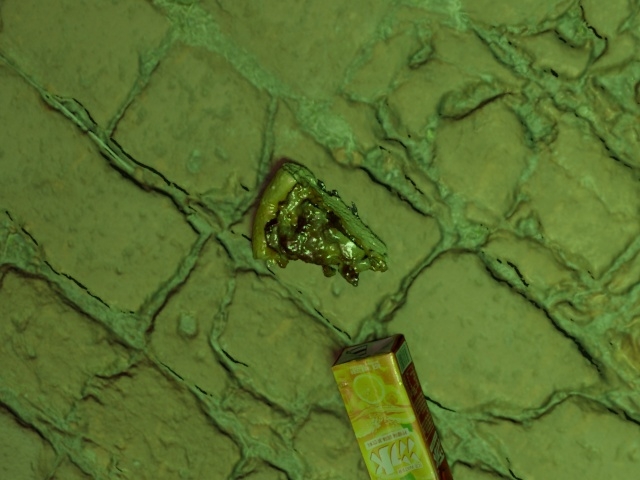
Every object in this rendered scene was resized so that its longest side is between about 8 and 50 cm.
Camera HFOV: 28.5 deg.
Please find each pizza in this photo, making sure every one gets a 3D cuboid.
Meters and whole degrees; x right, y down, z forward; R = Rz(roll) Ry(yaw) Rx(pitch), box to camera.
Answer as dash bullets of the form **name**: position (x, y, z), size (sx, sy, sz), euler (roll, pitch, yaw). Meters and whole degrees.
- **pizza**: position (0.000, -0.001, 1.673), size (0.194, 0.069, 0.154), euler (25, 110, 12)

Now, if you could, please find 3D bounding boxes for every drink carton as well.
- **drink carton**: position (0.098, 0.250, 1.711), size (0.096, 0.071, 0.222), euler (-16, 100, 21)
